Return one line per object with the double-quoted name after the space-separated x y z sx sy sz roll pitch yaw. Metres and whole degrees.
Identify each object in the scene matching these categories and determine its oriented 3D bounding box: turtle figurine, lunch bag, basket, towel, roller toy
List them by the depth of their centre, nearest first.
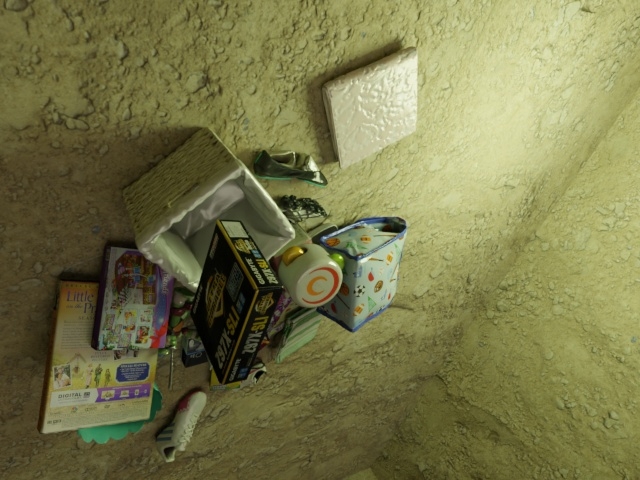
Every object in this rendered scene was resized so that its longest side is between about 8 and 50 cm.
-0.310 -0.070 1.309 0.328 0.266 0.331 -39 141 -3 "basket"
0.172 -0.425 1.542 0.331 0.053 0.317 -29 140 -14 "towel"
-0.433 0.294 1.564 0.197 0.274 0.266 10 104 -44 "turtle figurine"
-0.039 0.114 1.590 0.209 0.146 0.191 2 117 -31 "roller toy"
0.175 0.103 1.813 0.385 0.238 0.328 -24 129 -39 "lunch bag"
-0.073 0.375 2.014 0.247 0.038 0.325 -27 150 -37 "towel"

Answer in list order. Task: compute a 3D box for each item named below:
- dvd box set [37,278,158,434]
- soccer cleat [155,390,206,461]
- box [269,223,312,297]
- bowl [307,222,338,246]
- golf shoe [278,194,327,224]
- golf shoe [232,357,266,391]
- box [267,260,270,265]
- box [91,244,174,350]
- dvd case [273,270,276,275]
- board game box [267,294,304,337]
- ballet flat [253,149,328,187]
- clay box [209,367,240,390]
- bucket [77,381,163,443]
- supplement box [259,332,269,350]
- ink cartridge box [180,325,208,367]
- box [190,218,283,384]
-0.635 0.330 1.404 0.307 0.062 0.421 8 88 -43 "dvd box set"
-0.562 0.777 1.977 0.116 0.143 0.331 22 110 -48 "soccer cleat"
-0.109 0.068 1.708 0.148 0.127 0.232 -28 138 -17 "box"
0.000 0.000 1.792 0.142 0.053 0.142 -30 140 -14 "bowl"
-0.069 -0.099 1.641 0.198 0.077 0.094 11 129 -37 "golf shoe"
-0.314 0.597 2.061 0.186 0.086 0.067 -44 141 5 "golf shoe"
-0.278 0.148 1.565 0.231 0.126 0.262 -46 142 -38 "box"
-0.542 0.170 1.394 0.200 0.057 0.294 9 87 -43 "box"
-0.208 0.128 1.701 0.087 0.119 0.013 80 32 -46 "dvd case"
-0.112 0.230 1.873 0.346 0.056 0.208 -34 137 -24 "board game box"
-0.077 -0.229 1.493 0.280 0.095 0.096 3 112 -40 "ballet flat"
-0.387 0.544 1.953 0.127 0.053 0.222 0 126 -18 "clay box"
-0.691 0.520 1.607 0.281 0.183 0.281 -22 137 -22 "bucket"
-0.293 0.386 1.756 0.188 0.081 0.104 -43 136 19 "supplement box"
-0.365 0.373 1.833 0.332 0.065 0.166 -12 131 -33 "ink cartridge box"
-0.220 0.152 1.177 0.079 0.257 0.322 -3 129 -37 "box"
